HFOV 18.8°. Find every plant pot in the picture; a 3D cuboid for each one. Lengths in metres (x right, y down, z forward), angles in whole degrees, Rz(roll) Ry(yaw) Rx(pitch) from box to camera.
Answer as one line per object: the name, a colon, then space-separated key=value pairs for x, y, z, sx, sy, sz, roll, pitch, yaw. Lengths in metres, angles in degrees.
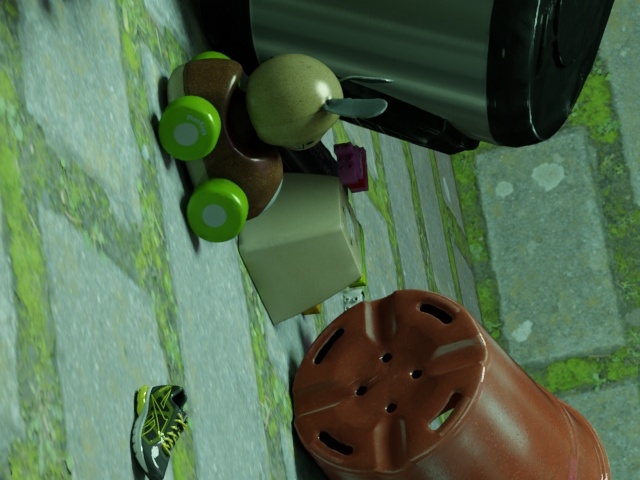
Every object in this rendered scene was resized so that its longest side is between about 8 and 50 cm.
plant pot: x=0.114 y=0.199 z=1.900 sx=0.265 sy=0.272 sz=0.272 roll=52 pitch=25 yaw=-46
plant pot: x=-0.016 y=-0.002 z=1.847 sx=0.109 sy=0.096 sz=0.109 roll=-92 pitch=165 yaw=-47

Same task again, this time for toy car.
toy car: x=-0.027 y=-0.100 z=1.660 sx=0.155 sy=0.188 sz=0.149 roll=-78 pitch=152 yaw=-66

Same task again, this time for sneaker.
sneaker: x=-0.111 y=0.132 z=1.351 sx=0.031 sy=0.035 sz=0.083 roll=64 pitch=16 yaw=-46

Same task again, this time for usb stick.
usb stick: x=-0.021 y=-0.089 z=2.074 sx=0.278 sy=0.045 sz=0.077 roll=50 pitch=35 yaw=-67

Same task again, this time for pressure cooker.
pressure cooker: x=0.069 y=-0.304 z=1.885 sx=0.370 sy=0.420 sz=0.375 roll=87 pitch=25 yaw=-47

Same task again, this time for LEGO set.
LEGO set: x=0.000 y=0.000 z=1.970 sx=0.093 sy=0.087 sz=0.227 roll=51 pitch=33 yaw=-64
